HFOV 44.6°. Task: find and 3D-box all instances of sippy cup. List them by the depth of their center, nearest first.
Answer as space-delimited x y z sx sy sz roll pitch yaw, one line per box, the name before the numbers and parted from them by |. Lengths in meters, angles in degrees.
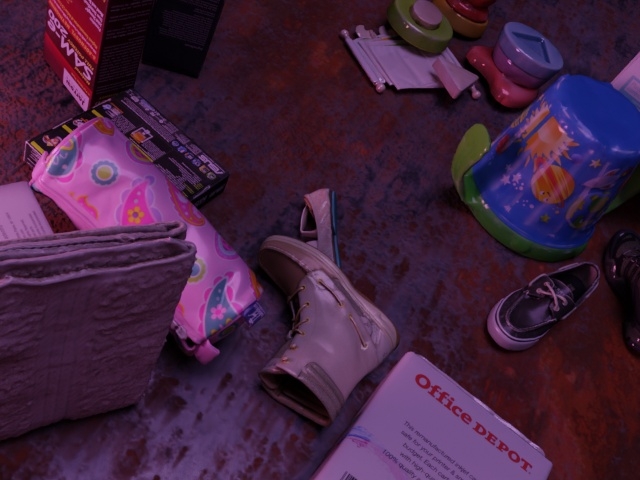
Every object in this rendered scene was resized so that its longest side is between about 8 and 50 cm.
sippy cup | 0.371 -0.123 1.199 0.240 0.224 0.305 45 49 14

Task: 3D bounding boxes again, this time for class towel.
towel | -0.226 0.093 0.704 0.187 0.282 0.049 -9 54 -31

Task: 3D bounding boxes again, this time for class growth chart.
growth chart | 0.160 -0.321 1.395 0.237 0.021 0.172 -4 55 -28

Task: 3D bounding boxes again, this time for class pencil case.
pencil case | -0.188 0.001 0.865 0.284 0.124 0.124 49 48 -6

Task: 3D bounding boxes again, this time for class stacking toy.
stacking toy | 0.290 -0.394 1.420 0.279 0.130 0.309 -13 60 -41

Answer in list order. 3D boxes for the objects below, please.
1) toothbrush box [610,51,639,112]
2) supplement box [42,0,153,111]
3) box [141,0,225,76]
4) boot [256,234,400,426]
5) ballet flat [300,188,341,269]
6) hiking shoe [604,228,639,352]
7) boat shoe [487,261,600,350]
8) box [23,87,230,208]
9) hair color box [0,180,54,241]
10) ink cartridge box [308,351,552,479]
toothbrush box | 0.591 -0.202 1.329 0.216 0.126 0.295 43 7 11
supplement box | -0.290 -0.294 1.011 0.073 0.239 0.130 -26 68 -37
box | -0.200 -0.361 1.162 0.093 0.158 0.156 12 49 -18
boot | -0.026 0.102 0.932 0.213 0.077 0.165 41 50 6
ballet flat | 0.000 0.000 1.052 0.052 0.057 0.168 -7 48 4
hiking shoe | 0.510 0.060 1.191 0.086 0.114 0.227 13 49 -16
boat shoe | 0.321 0.083 1.113 0.219 0.070 0.078 -26 68 -38
box | -0.245 -0.094 1.007 0.191 0.045 0.184 41 50 8
hair color box | -0.429 0.083 0.731 0.374 0.113 0.185 -18 63 -35
ink cartridge box | 0.088 0.285 0.810 0.201 0.117 0.278 38 48 7
